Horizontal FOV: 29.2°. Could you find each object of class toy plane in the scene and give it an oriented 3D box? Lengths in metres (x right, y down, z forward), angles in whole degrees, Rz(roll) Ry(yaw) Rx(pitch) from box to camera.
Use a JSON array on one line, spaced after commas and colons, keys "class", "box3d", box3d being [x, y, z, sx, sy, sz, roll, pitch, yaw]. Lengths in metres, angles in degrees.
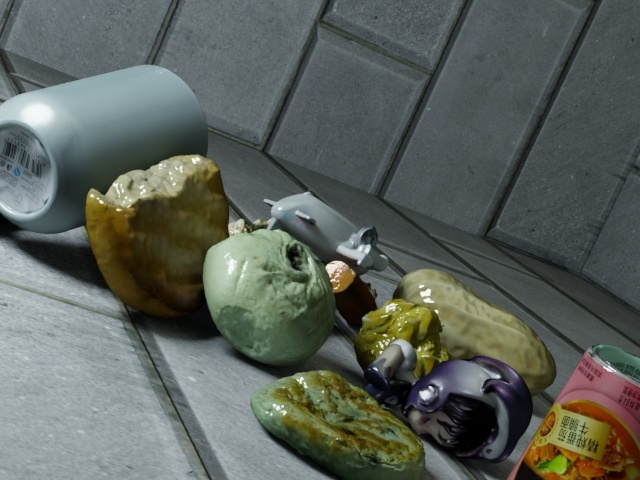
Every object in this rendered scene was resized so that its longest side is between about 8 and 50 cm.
[{"class": "toy plane", "box3d": [0.002, -0.004, 2.099, 0.252, 0.118, 0.252, 27, -4, 2]}]

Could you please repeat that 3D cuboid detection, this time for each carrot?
[{"class": "carrot", "box3d": [0.051, 0.092, 2.058, 0.067, 0.067, 0.225, 28, -11, 20]}]

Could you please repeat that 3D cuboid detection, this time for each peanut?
[{"class": "peanut", "box3d": [0.259, 0.167, 2.107, 0.313, 0.152, 0.152, 32, 10, 10]}]

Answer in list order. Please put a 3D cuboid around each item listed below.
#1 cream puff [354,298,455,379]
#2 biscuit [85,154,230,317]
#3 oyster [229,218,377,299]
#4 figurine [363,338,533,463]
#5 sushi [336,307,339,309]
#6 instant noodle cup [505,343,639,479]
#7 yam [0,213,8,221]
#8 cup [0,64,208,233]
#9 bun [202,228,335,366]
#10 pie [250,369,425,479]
[{"class": "cream puff", "box3d": [0.127, 0.165, 1.798, 0.121, 0.156, 0.156, -22, 34, -25]}, {"class": "biscuit", "box3d": [-0.216, 0.000, 1.670, 0.091, 0.213, 0.274, -7, 7, 25]}, {"class": "oyster", "box3d": [-0.040, 0.052, 2.216, 0.294, 0.094, 0.166, 35, 28, 2]}, {"class": "figurine", "box3d": [0.177, 0.212, 1.671, 0.222, 0.145, 0.145, 25, 9, 15]}, {"class": "sushi", "box3d": [-0.179, 0.042, 1.963, 0.339, 0.069, 0.320, 29, 2, 27]}, {"class": "instant noodle cup", "box3d": [0.326, 0.263, 1.387, 0.244, 0.255, 0.244, 21, 10, -4]}, {"class": "yam", "box3d": [-0.459, -0.046, 1.755, 0.045, 0.045, 0.327, 17, 8, 12]}, {"class": "cup", "box3d": [-0.329, -0.130, 1.756, 0.205, 0.205, 0.312, 28, 27, 21]}, {"class": "bun", "box3d": [-0.060, 0.072, 1.692, 0.221, 0.108, 0.221, 37, 37, -34]}, {"class": "pie", "box3d": [0.023, 0.221, 1.465, 0.240, 0.054, 0.240, 24, 11, -5]}]
